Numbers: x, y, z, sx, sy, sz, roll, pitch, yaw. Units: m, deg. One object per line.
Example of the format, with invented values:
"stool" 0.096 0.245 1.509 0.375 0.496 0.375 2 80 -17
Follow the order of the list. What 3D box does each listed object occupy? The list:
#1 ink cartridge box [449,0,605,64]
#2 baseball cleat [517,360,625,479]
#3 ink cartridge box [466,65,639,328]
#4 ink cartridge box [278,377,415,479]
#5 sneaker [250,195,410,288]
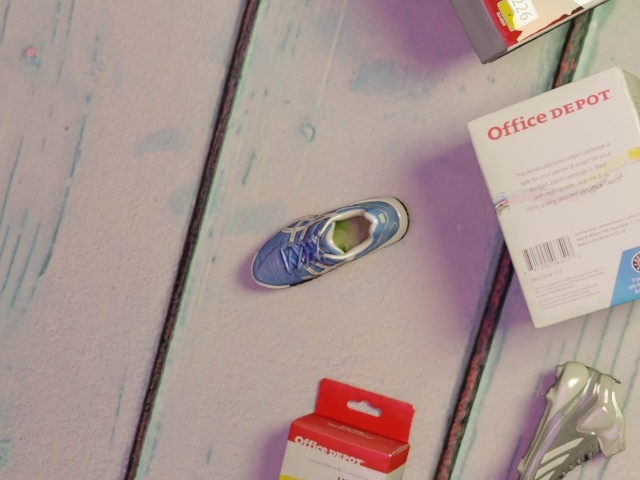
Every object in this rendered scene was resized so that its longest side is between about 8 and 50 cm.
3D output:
"ink cartridge box" 0.228 -0.386 1.287 0.272 0.130 0.309 -28 93 -4
"baseball cleat" 0.279 0.242 1.396 0.109 0.072 0.206 21 103 13
"ink cartridge box" 0.287 -0.045 1.327 0.171 0.168 0.232 -18 85 21
"ink cartridge box" 0.022 0.296 1.497 0.134 0.078 0.231 15 97 21
"sneaker" 0.000 0.000 1.492 0.211 0.081 0.080 -26 84 22
